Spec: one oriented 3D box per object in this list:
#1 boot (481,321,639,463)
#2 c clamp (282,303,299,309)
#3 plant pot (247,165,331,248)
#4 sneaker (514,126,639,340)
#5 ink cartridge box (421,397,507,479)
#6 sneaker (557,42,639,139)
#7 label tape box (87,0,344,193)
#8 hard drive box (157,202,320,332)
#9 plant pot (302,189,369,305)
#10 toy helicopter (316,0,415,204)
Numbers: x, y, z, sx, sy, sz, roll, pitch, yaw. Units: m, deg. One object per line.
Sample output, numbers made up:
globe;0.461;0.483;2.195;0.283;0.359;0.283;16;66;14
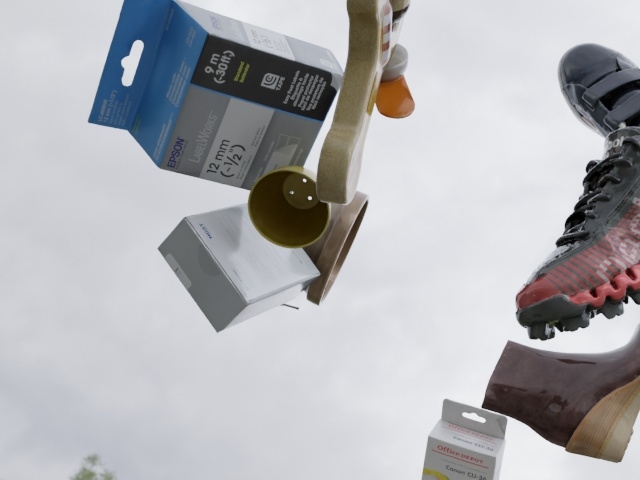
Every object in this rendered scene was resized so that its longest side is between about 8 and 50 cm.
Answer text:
boot;0.368;0.180;1.202;0.207;0.248;0.090;22;-30;22
c clamp;-0.150;0.131;1.829;0.160;0.022;0.137;8;-1;-40
plant pot;-0.040;-0.067;1.350;0.134;0.095;0.134;6;-65;12
sneaker;0.261;-0.020;0.729;0.135;0.276;0.097;58;-19;3
ink cartridge box;0.226;0.365;1.336;0.115;0.067;0.198;12;-71;23
sneaker;0.472;-0.188;1.246;0.126;0.321;0.127;-33;-20;4
label tape box;-0.170;-0.225;1.340;0.347;0.115;0.249;11;-57;-26
hard drive box;-0.135;0.035;1.439;0.089;0.232;0.181;-44;-104;30
plant pot;0.000;0.000;1.619;0.110;0.237;0.237;23;-45;6
toy helicopter;0.053;-0.205;0.958;0.140;0.355;0.235;12;-14;10
